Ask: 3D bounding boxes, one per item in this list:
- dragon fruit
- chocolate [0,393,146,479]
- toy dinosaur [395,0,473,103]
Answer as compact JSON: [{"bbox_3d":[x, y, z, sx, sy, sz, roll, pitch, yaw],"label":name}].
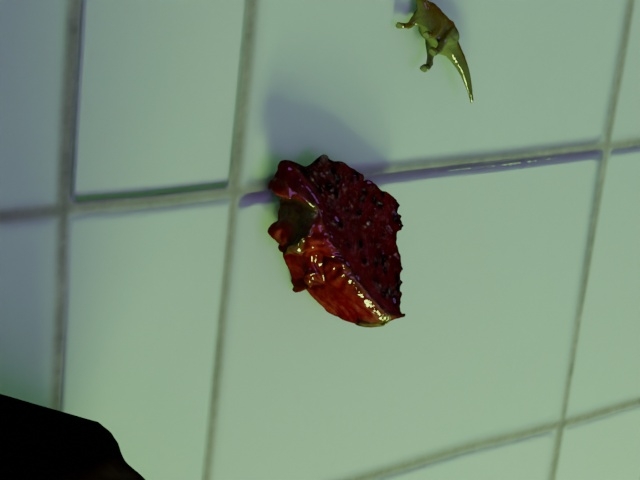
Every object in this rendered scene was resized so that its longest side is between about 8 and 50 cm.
[{"bbox_3d":[-0.002,0.001,1.081,0.131,0.063,0.097,31,54,-44],"label":"dragon fruit"},{"bbox_3d":[-0.115,0.315,0.823,0.383,0.331,0.383,-53,162,-25],"label":"chocolate"},{"bbox_3d":[0.083,-0.135,1.099,0.041,0.026,0.113,-49,125,-37],"label":"toy dinosaur"}]
